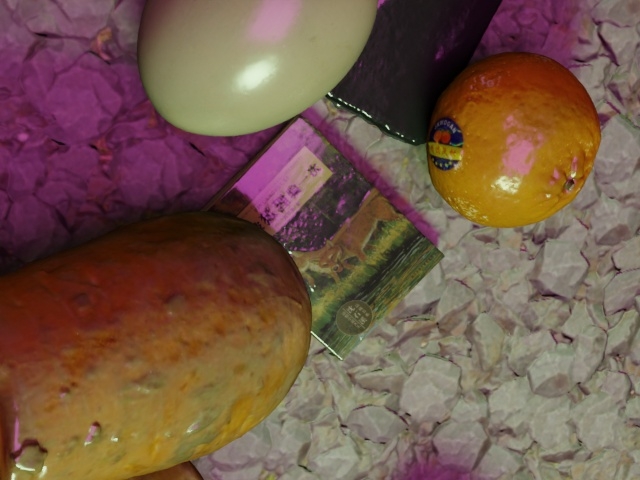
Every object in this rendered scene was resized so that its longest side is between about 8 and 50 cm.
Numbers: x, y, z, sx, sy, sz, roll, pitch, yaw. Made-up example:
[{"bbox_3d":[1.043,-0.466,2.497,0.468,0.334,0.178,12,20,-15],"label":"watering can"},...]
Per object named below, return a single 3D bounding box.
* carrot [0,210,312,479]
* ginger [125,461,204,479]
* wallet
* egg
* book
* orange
[{"bbox_3d":[-0.175,0.100,1.002,0.340,0.224,0.224,-16,112,-41],"label":"carrot"},{"bbox_3d":[-0.268,0.254,1.090,0.321,0.172,0.165,-4,67,-13],"label":"ginger"},{"bbox_3d":[0.112,-0.243,1.134,0.146,0.030,0.285,25,95,-27],"label":"wallet"},{"bbox_3d":[-0.057,-0.198,1.009,0.241,0.186,0.186,-41,113,6],"label":"egg"},{"bbox_3d":[0.000,0.000,1.172,0.160,0.024,0.228,-46,114,2],"label":"book"},{"bbox_3d":[0.190,-0.098,1.129,0.177,0.155,0.177,-8,105,-32],"label":"orange"}]
